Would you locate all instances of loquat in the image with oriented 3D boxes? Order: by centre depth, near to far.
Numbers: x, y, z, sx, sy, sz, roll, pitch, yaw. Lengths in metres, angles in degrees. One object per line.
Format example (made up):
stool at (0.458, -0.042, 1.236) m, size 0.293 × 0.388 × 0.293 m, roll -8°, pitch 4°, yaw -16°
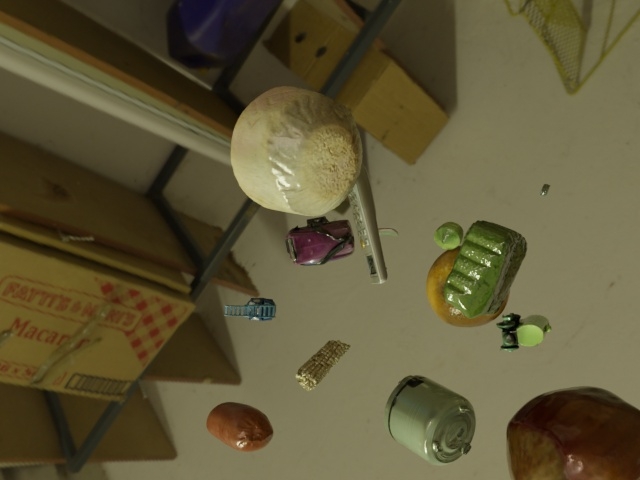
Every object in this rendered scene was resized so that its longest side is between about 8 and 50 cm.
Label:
loquat at (0.460, 0.147, 1.920) m, size 0.263 × 0.263 × 0.263 m, roll 33°, pitch -165°, yaw -10°

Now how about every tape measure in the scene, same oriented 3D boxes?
tape measure at (0.000, 0.000, 2.028) m, size 0.245 × 0.232 × 0.149 m, roll -168°, pitch 65°, yaw -78°

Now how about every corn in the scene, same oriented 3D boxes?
corn at (0.005, 0.400, 2.023) m, size 0.087 × 0.211 × 0.087 m, roll 36°, pitch 157°, yaw 17°

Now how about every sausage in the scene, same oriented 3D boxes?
sausage at (-0.196, 0.457, 1.504) m, size 0.114 × 0.113 × 0.259 m, roll 31°, pitch 160°, yaw -19°

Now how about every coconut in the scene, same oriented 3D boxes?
coconut at (-0.061, -0.202, 1.427) m, size 0.329 × 0.328 × 0.329 m, roll 33°, pitch -165°, yaw -10°
coconut at (0.391, -0.013, 1.865) m, size 0.088 × 0.088 × 0.096 m, roll 39°, pitch -133°, yaw 9°

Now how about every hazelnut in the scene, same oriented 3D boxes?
hazelnut at (0.644, 0.531, 1.541) m, size 0.366 × 0.365 × 0.366 m, roll 33°, pitch -165°, yaw -10°

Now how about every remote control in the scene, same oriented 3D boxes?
remote control at (0.119, -0.049, 1.518) m, size 0.109 × 0.055 × 0.313 m, roll 153°, pitch 104°, yaw -80°

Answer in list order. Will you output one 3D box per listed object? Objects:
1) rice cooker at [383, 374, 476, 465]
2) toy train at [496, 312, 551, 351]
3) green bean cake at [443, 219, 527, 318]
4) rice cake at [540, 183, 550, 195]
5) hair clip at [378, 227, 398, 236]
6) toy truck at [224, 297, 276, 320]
rice cooker at (0.315, 0.520, 1.789) m, size 0.226 × 0.226 × 0.244 m, roll 24°, pitch 174°, yaw -39°
toy train at (0.666, 0.292, 1.982) m, size 0.253 × 0.157 × 0.105 m, roll -4°, pitch -94°, yaw -65°
green bean cake at (0.429, 0.077, 1.602) m, size 0.125 × 0.248 × 0.222 m, roll 25°, pitch -171°, yaw 30°
rice cake at (0.745, -0.168, 2.030) m, size 0.022 × 0.021 × 0.121 m, roll 15°, pitch -158°, yaw 21°
hair clip at (0.200, -0.020, 2.116) m, size 0.054 × 0.137 × 0.022 m, roll 49°, pitch -145°, yaw -55°
toy truck at (-0.185, 0.184, 1.623) m, size 0.136 × 0.063 × 0.074 m, roll 1°, pitch 180°, yaw -5°
